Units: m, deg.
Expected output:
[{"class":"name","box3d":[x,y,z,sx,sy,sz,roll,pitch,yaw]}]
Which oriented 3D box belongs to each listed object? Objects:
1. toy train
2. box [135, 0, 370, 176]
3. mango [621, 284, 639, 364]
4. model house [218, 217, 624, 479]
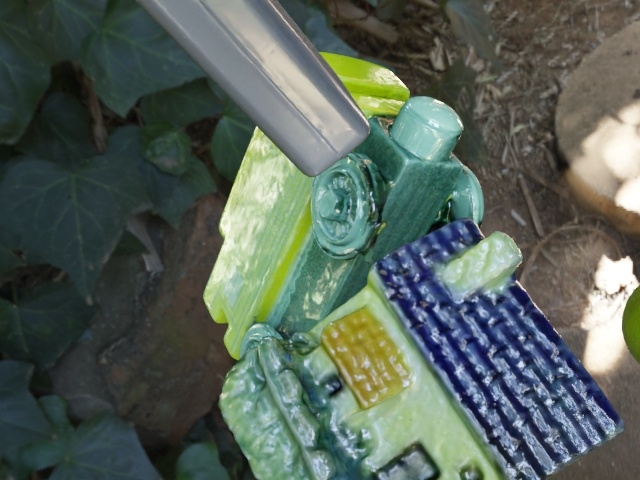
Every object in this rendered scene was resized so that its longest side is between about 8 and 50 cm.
[{"class":"toy train","box3d":[0.000,0.000,0.815,0.272,0.179,0.442,56,132,39]},{"class":"box","box3d":[-0.066,-0.142,0.399,0.055,0.243,0.103,-37,37,11]},{"class":"mango","box3d":[0.477,0.135,0.838,0.293,0.175,0.143,-124,52,-67]},{"class":"model house","box3d":[0.079,0.109,0.483,0.211,0.170,0.194,-42,65,18]}]
